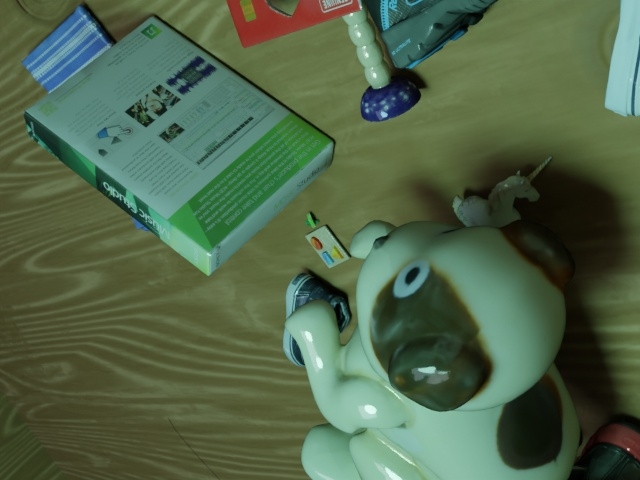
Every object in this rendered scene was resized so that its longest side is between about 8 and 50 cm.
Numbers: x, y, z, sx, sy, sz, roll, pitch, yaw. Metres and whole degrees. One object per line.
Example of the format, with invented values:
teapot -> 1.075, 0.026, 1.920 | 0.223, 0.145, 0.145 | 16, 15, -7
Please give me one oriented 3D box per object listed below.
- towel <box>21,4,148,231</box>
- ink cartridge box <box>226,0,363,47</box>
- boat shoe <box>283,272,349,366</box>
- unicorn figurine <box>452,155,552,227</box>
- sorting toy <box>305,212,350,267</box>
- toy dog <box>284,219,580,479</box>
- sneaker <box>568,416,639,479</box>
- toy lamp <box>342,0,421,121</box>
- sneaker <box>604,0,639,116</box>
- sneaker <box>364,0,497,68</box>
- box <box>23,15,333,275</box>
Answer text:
towel -> -0.310, -0.173, 1.814 | 0.336, 0.040, 0.243 | 55, 147, -11
ink cartridge box -> -0.084, -0.333, 1.223 | 0.296, 0.066, 0.261 | 1, 109, 63
boat shoe -> -0.005, 0.134, 1.746 | 0.083, 0.065, 0.183 | 31, 144, 29
unicorn figurine -> 0.200, -0.025, 1.326 | 0.162, 0.060, 0.111 | -3, 127, 49
sorting toy -> 0.000, 0.000, 1.645 | 0.083, 0.012, 0.062 | 52, 149, -7
toy dog -> 0.140, 0.146, 1.282 | 0.395, 0.284, 0.408 | 42, 158, 30
sneaker -> 0.328, 0.331, 1.488 | 0.097, 0.135, 0.276 | 36, 148, 16
toy lamp -> 0.030, -0.259, 1.264 | 0.080, 0.080, 0.274 | 7, 131, 48
sneaker -> 0.300, -0.206, 0.995 | 0.091, 0.094, 0.258 | 14, 143, 17
sneaker -> 0.129, -0.275, 1.079 | 0.139, 0.125, 0.341 | 55, 146, -2
box -> -0.178, -0.127, 1.514 | 0.322, 0.232, 0.058 | 36, 151, 20
